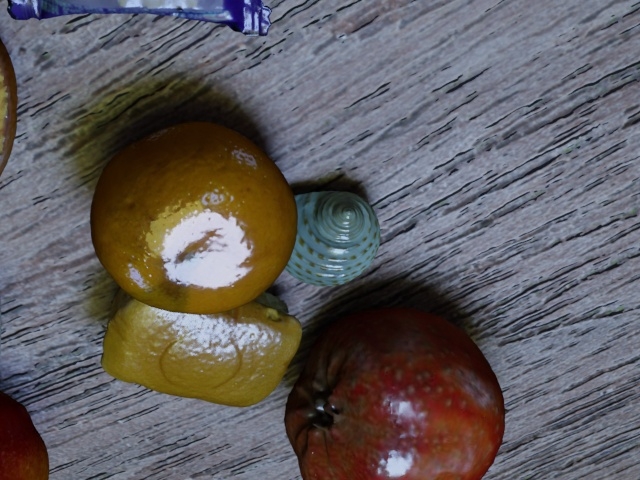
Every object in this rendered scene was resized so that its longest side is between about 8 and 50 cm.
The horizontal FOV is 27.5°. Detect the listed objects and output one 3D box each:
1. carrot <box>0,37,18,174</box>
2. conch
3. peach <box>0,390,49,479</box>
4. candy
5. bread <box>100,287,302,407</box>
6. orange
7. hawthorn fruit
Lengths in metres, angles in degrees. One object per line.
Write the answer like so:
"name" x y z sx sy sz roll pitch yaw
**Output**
"carrot" -0.449 -0.117 1.361 0.258 0.100 0.307 29 103 -24
"conch" 0.000 0.003 1.596 0.135 0.102 0.153 23 127 -9
"peach" -0.501 0.334 1.691 0.332 0.308 0.308 -49 128 -6
"candy" -0.182 -0.278 1.323 0.275 0.070 0.145 3 126 -6
"bread" -0.154 0.119 1.663 0.246 0.121 0.174 19 128 -22
"orange" -0.145 -0.026 1.493 0.240 0.171 0.240 -8 123 -13
"hawthorn fruit" 0.125 0.228 1.731 0.330 0.287 0.287 7 133 -35
